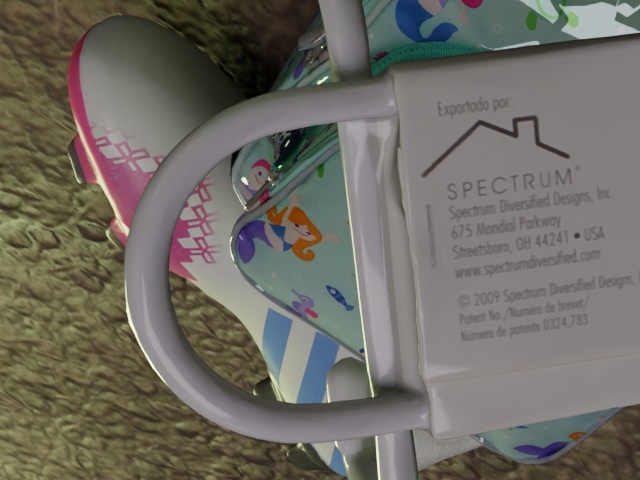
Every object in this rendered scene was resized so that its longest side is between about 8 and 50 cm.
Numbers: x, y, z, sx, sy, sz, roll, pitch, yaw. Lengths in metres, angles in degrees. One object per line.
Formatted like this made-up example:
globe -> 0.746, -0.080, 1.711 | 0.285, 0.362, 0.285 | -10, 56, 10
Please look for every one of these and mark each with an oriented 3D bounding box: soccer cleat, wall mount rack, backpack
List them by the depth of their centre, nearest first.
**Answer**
wall mount rack -> 0.098, -0.067, 0.635 | 0.350, 0.130, 0.304 | -8, 102, -8
backpack -> 0.096, -0.043, 0.809 | 0.225, 0.191, 0.253 | 35, 135, -10
soccer cleat -> 0.000, 0.000, 0.971 | 0.143, 0.116, 0.331 | -13, 134, 24
